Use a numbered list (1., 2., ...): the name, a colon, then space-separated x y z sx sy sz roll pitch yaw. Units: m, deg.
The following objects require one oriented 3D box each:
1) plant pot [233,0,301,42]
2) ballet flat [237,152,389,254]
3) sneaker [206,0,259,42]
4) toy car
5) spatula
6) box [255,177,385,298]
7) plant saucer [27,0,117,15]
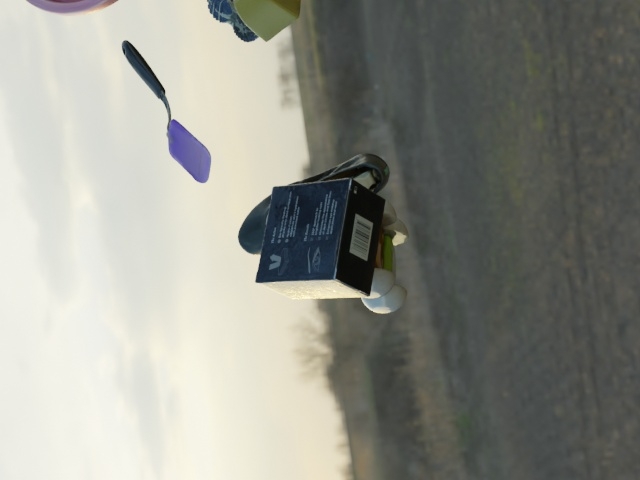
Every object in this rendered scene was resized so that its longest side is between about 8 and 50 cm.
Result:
1. plant pot: -0.087 -0.372 1.982 0.083 0.081 0.081 28 -131 -31
2. ballet flat: -0.012 -0.061 2.130 0.095 0.280 0.096 59 179 -14
3. sneaker: -0.141 -0.388 2.191 0.135 0.058 0.052 49 133 18
4. toy car: 0.063 0.026 2.052 0.182 0.136 0.159 50 -141 -63
5. spatula: -0.238 -0.202 1.943 0.296 0.030 0.084 59 153 32
6. box: 0.000 0.000 1.914 0.093 0.158 0.156 28 -114 -46
7. plant saucer: -0.400 -0.543 2.237 0.084 0.332 0.332 20 -120 -65
